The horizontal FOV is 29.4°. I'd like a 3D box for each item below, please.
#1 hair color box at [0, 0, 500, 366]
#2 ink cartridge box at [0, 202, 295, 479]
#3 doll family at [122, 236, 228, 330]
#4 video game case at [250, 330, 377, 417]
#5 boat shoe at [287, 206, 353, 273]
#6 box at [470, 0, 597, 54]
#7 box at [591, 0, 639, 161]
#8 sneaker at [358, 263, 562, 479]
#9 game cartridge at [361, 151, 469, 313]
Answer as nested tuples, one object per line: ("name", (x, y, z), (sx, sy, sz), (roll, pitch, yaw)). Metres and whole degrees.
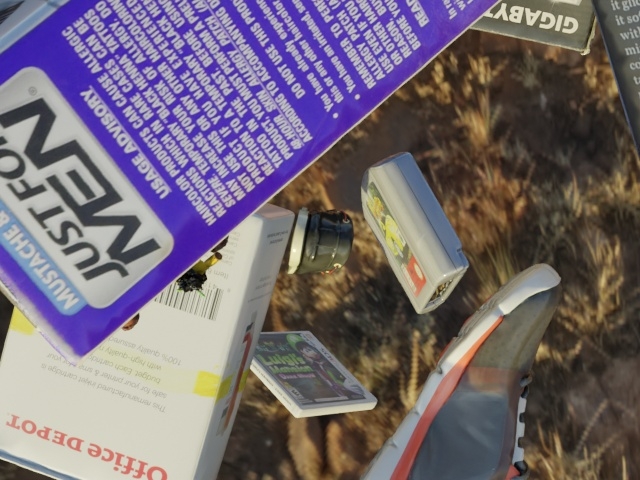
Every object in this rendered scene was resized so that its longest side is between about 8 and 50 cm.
("hair color box", (-0.021, -0.120, 0.490), (0.339, 0.110, 0.185), (-40, 26, -12))
("ink cartridge box", (-0.227, 0.109, 1.520), (0.279, 0.160, 0.384), (18, 97, 11))
("doll family", (-0.171, 0.029, 1.236), (0.193, 0.111, 0.076), (-18, 63, 12))
("video game case", (-0.026, 0.196, 1.826), (0.173, 0.190, 0.022), (43, 113, 31))
("boat shoe", (0.000, 0.002, 0.839), (0.042, 0.133, 0.049), (10, 88, -3))
("box", (0.060, -0.230, 1.017), (0.296, 0.293, 0.073), (10, 106, -5))
("box", (0.269, -0.230, 0.674), (0.183, 0.294, 0.296), (-5, 25, 40))
("sneaker", (0.075, 0.085, 0.565), (0.065, 0.061, 0.158), (34, 99, 6))
("game cartridge", (0.122, -0.012, 1.678), (0.060, 0.294, 0.196), (-23, 78, -6))
